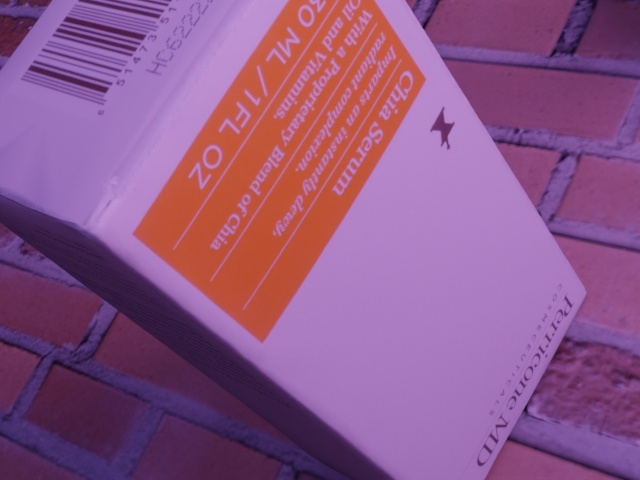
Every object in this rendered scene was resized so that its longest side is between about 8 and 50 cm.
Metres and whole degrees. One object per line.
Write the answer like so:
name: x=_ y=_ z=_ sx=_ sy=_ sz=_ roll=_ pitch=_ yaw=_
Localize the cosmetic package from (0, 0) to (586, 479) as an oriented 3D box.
cosmetic package: x=0.000 y=0.000 z=0.739 sx=0.161 sy=0.453 sz=0.230 roll=20 pitch=73 yaw=40
